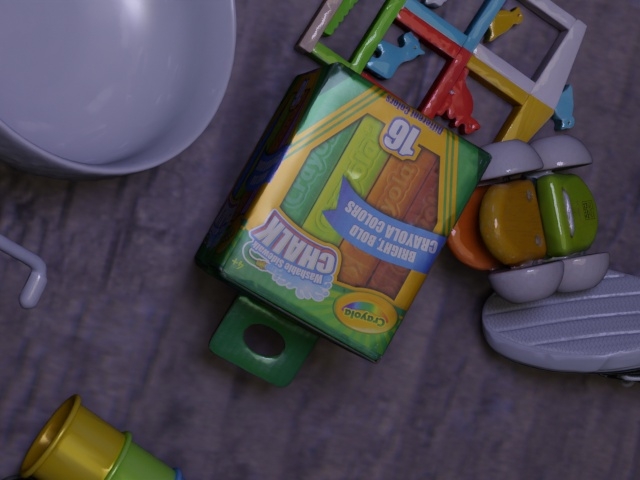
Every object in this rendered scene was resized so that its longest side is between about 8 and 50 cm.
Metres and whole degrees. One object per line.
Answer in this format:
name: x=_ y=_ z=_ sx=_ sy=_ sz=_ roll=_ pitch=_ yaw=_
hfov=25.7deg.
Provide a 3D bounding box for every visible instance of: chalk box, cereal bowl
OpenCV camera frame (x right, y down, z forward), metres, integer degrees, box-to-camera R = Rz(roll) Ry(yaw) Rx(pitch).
chalk box: x=0.000 y=0.000 z=1.350 sx=0.180 sy=0.179 sz=0.289 roll=29 pitch=86 yaw=-12
cereal bowl: x=-0.246 y=-0.214 z=1.271 sx=0.339 sy=0.141 sz=0.338 roll=8 pitch=79 yaw=-44

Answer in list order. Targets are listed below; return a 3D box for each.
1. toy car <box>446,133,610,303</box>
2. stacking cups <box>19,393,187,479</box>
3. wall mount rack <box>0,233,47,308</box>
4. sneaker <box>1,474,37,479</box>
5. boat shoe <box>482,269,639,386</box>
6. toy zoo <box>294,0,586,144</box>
toy car: x=0.198 y=-0.018 z=1.417 sx=0.182 sy=0.136 sz=0.159 roll=-9 pitch=88 yaw=-43
stacking cups: x=-0.140 y=0.279 z=1.374 sx=0.316 sy=0.096 sz=0.096 roll=38 pitch=84 yaw=-12
wall mount rack: x=-0.397 y=0.102 z=1.233 sx=0.130 sy=0.350 sz=0.304 roll=38 pitch=80 yaw=-47
sneaker: x=-0.313 y=0.338 z=1.324 sx=0.083 sy=0.118 sz=0.222 roll=15 pitch=89 yaw=-14
boat shoe: x=0.337 y=0.105 z=1.462 sx=0.335 sy=0.119 sz=0.121 roll=0 pitch=52 yaw=7
toy zoo: x=0.144 y=-0.198 z=1.451 sx=0.293 sy=0.030 sz=0.192 roll=33 pitch=85 yaw=-12
